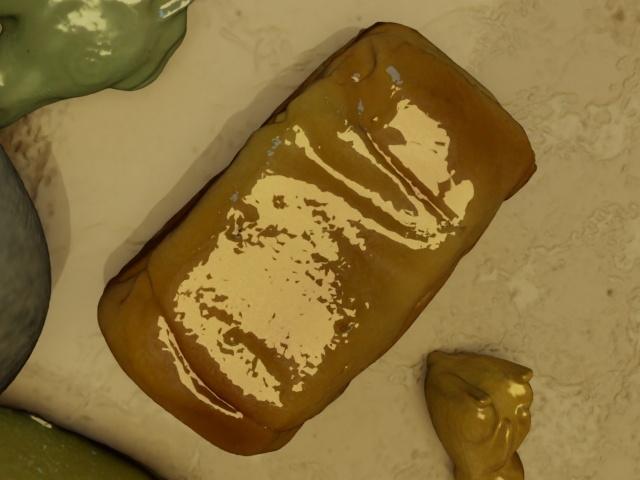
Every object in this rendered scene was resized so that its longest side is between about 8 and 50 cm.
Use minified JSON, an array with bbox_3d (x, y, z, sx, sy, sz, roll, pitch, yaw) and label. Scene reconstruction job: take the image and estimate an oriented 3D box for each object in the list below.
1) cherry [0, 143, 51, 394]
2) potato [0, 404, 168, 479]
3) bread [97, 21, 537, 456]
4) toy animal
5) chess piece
[{"bbox_3d":[-0.297,-0.002,0.670,0.296,0.218,0.255,38,116,-22],"label":"cherry"},{"bbox_3d":[-0.198,0.222,0.774,0.271,0.160,0.111,24,137,-10],"label":"potato"},{"bbox_3d":[0.000,0.000,0.765,0.167,0.132,0.294,45,91,-6],"label":"bread"},{"bbox_3d":[0.120,0.163,0.849,0.070,0.083,0.159,-25,115,-32],"label":"toy animal"},{"bbox_3d":[-0.225,-0.184,0.705,0.298,0.176,0.176,36,92,-25],"label":"chess piece"}]
